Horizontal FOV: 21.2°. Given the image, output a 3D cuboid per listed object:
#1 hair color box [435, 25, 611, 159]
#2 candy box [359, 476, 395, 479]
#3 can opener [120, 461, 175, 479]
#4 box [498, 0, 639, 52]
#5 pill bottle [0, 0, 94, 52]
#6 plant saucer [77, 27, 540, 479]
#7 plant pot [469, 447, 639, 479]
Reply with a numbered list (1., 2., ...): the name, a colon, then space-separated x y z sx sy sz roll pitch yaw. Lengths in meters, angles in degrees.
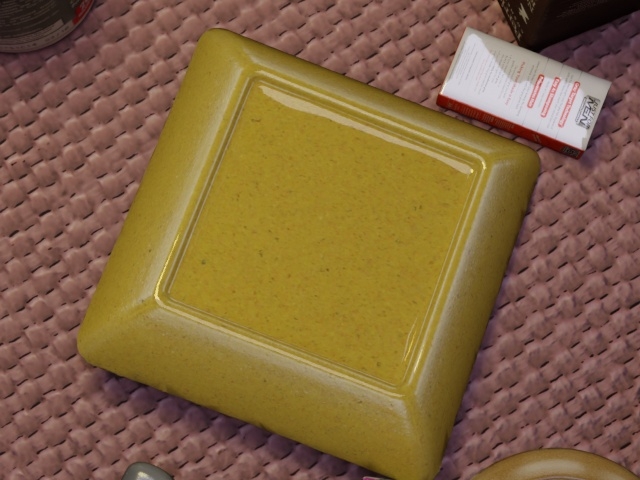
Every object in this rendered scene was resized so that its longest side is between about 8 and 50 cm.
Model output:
1. hair color box: 0.183 -0.133 1.546 0.141 0.043 0.072 22 81 4
2. candy box: 0.053 0.275 1.383 0.071 0.233 0.159 9 82 1
3. can opener: -0.225 0.310 1.455 0.095 0.076 0.283 26 81 3
4. box: 0.231 -0.288 1.490 0.167 0.203 0.168 -23 82 -4
5. pill bottle: -0.280 -0.270 1.442 0.161 0.283 0.161 0 81 -1
6. plant saucer: 0.000 0.000 1.472 0.333 0.081 0.332 21 74 -1
7. plant pot: 0.208 0.298 1.483 0.236 0.032 0.236 0 82 0
